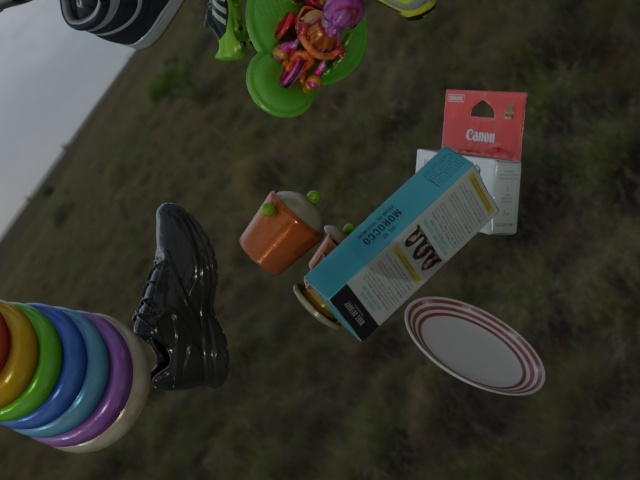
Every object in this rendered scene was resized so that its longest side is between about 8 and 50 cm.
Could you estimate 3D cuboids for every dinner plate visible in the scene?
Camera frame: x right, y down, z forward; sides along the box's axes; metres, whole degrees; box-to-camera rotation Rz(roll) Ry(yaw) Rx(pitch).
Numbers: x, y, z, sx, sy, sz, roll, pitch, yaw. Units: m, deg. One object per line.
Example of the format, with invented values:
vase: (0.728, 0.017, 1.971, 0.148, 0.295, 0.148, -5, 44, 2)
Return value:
dinner plate: (0.139, 0.099, 1.000, 0.141, 0.141, 0.017, -81, 13, -62)

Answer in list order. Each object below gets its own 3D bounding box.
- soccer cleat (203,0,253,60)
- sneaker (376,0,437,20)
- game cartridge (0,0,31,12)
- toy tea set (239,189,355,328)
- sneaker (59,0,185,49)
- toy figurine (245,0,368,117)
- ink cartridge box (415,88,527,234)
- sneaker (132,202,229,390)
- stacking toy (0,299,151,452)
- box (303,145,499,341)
soccer cleat: (-0.149, -0.362, 1.662, 0.072, 0.178, 0.060, -7, 3, 35)
sneaker: (0.013, -0.425, 1.504, 0.145, 0.385, 0.147, -38, -29, -16)
game cartridge: (-0.229, -0.341, 1.000, 0.297, 0.198, 0.062, -16, 11, 14)
toy tea set: (0.000, 0.000, 1.588, 0.124, 0.200, 0.336, -48, 3, 9)
sneaker: (-0.211, -0.360, 1.319, 0.153, 0.099, 0.282, -2, -49, -57)
toy figurine: (0.009, -0.212, 0.996, 0.159, 0.130, 0.173, -31, 32, 63)
ink cartridge box: (0.258, -0.145, 1.925, 0.275, 0.060, 0.238, -160, 71, -65)
sneaker: (-0.218, 0.087, 1.613, 0.109, 0.130, 0.286, -13, 87, 65)
stacking toy: (-0.275, 0.100, 0.951, 0.141, 0.141, 0.330, -55, -22, -4)
box: (0.103, 0.004, 1.355, 0.244, 0.100, 0.060, -43, 43, -6)
